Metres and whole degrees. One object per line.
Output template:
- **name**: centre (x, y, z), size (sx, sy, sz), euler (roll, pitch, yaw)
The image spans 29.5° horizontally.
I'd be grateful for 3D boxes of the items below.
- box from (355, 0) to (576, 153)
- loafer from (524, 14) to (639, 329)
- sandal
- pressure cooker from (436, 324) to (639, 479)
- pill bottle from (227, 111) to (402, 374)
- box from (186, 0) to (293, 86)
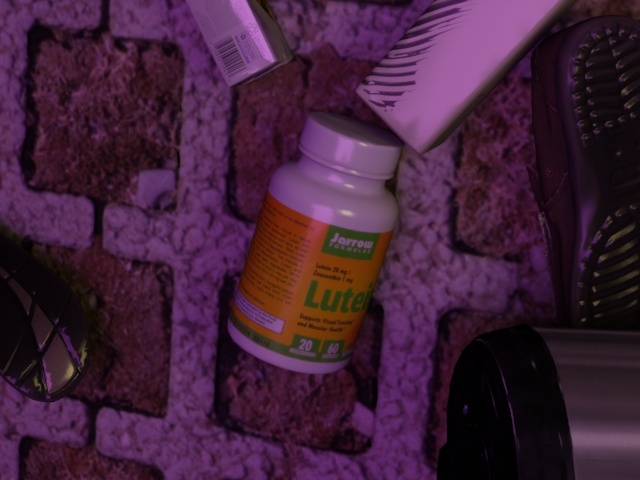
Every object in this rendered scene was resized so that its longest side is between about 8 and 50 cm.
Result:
- **box**: centre (0.164, -0.214, 1.165), size (0.094, 0.113, 0.275), euler (44, 109, 5)
- **loafer**: centre (0.273, -0.043, 1.178), size (0.133, 0.130, 0.366), euler (-11, 110, -14)
- **sandal**: centre (-0.368, 0.061, 1.410), size (0.120, 0.086, 0.303), euler (-39, 69, -15)
- **pressure cooker**: centre (0.330, 0.255, 1.055), size (0.420, 0.370, 0.376), euler (3, 107, -6)
- **pill bottle**: centre (0.000, 0.000, 1.249), size (0.136, 0.136, 0.246), euler (21, 108, 12)
- **box**: centre (-0.130, -0.317, 1.259), size (0.067, 0.063, 0.324), euler (-26, 93, 19)
